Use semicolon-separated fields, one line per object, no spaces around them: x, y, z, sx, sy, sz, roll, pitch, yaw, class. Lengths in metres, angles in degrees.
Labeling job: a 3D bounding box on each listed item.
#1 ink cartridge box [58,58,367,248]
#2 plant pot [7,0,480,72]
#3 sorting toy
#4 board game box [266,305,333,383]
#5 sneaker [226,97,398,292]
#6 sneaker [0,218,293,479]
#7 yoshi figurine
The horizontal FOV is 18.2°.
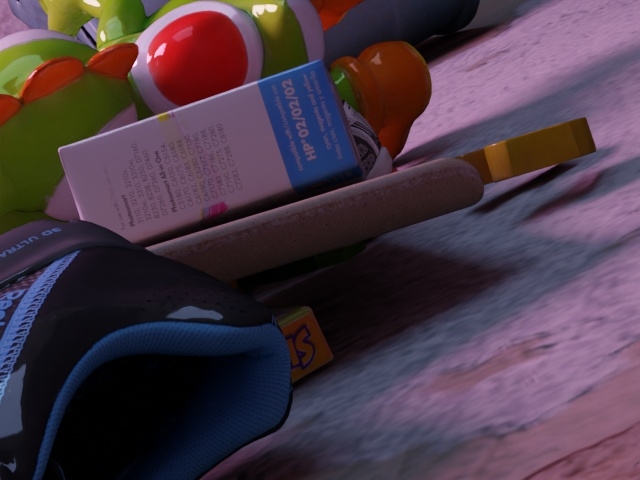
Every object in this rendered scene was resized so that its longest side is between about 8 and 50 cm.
-0.071;-0.033;1.058;0.181;0.061;0.104;-19;-5;3;ink cartridge box
-0.086;-0.242;1.834;0.334;0.341;0.341;-38;13;-17;plant pot
0.000;0.000;0.973;0.307;0.041;0.229;-17;1;-12;sorting toy
-0.103;0.072;0.972;0.124;0.039;0.259;-29;12;-23;board game box
-0.065;-0.014;1.160;0.225;0.093;0.088;-26;10;8;sneaker
-0.158;0.102;0.703;0.341;0.125;0.139;-40;32;-29;sneaker
-0.123;-0.072;1.260;0.362;0.203;0.203;-20;34;-33;yoshi figurine
